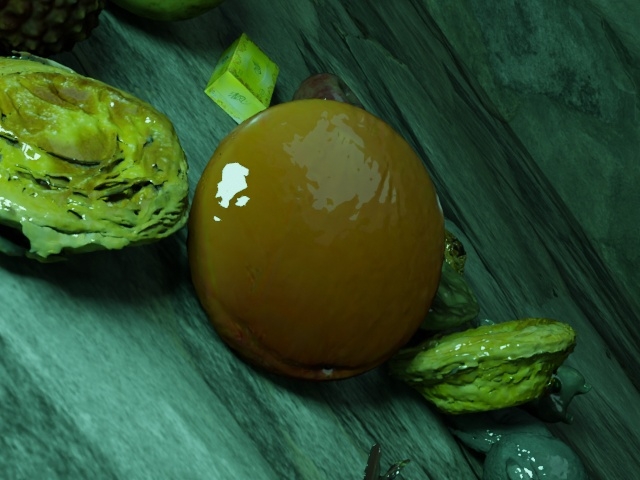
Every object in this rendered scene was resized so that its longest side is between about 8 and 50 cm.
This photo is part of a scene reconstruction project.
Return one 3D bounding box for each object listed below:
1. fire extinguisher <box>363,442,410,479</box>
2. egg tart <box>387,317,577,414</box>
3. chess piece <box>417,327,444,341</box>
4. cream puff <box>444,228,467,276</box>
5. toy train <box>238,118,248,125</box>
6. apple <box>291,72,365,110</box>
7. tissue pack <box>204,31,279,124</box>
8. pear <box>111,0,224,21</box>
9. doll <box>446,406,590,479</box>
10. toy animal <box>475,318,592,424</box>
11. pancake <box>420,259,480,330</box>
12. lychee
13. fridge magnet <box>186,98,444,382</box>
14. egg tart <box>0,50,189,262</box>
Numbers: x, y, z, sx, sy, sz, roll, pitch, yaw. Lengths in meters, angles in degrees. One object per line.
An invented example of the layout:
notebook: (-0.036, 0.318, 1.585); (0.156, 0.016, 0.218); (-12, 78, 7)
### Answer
fire extinguisher: (0.164, 0.380, 1.035); (0.341, 0.105, 0.141); (41, 60, -25)
egg tart: (0.251, 0.195, 1.256); (0.294, 0.294, 0.123); (-5, 81, -60)
chess piece: (0.196, 0.165, 1.430); (0.172, 0.060, 0.060); (51, 26, 1)
cream puff: (0.230, 0.032, 1.598); (0.133, 0.104, 0.119); (9, 43, -56)
toy train: (-0.082, -0.155, 1.382); (0.148, 0.038, 0.071); (23, 39, -45)
apple: (0.013, -0.239, 1.552); (0.153, 0.120, 0.153); (41, 22, -21)
tissue pack: (-0.132, -0.280, 1.429); (0.095, 0.062, 0.176); (42, 29, -21)
pear: (-0.236, -0.484, 1.258); (0.304, 0.304, 0.304); (39, 29, -27)
doll: (0.313, 0.357, 1.313); (0.246, 0.158, 0.340); (34, 2, -15)
toy animal: (0.384, 0.254, 1.587); (0.251, 0.127, 0.125); (35, 40, -5)
pancake: (0.148, 0.059, 1.410); (0.294, 0.049, 0.294); (27, 22, -12)
lychee: (-0.352, -0.325, 0.924); (0.267, 0.267, 0.267); (39, 29, -27)
fridge magnet: (0.000, 0.000, 1.061); (0.363, 0.155, 0.364); (1, 87, -27)
egg tart: (-0.281, -0.074, 0.864); (0.297, 0.132, 0.297); (26, 38, -22)
